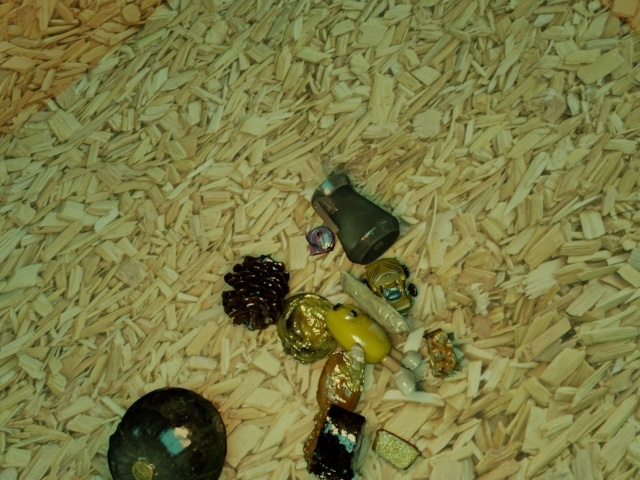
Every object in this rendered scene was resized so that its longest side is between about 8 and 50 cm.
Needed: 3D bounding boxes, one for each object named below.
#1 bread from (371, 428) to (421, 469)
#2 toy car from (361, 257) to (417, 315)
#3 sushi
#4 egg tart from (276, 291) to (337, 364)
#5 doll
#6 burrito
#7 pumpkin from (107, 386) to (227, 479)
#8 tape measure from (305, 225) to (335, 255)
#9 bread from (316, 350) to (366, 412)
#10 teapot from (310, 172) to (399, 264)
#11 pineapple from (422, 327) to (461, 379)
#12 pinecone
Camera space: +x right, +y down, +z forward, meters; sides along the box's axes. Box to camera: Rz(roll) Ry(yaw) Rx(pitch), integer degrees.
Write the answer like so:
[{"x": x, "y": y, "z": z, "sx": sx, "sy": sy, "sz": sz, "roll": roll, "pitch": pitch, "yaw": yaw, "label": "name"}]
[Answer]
[{"x": 0.285, "y": 0.795, "z": 1.758, "sx": 0.187, "sy": 0.065, "sz": 0.103, "roll": 30, "pitch": 77, "yaw": 12, "label": "bread"}, {"x": 0.278, "y": 0.185, "z": 1.862, "sx": 0.200, "sy": 0.142, "sz": 0.248, "roll": -23, "pitch": 75, "yaw": 1, "label": "toy car"}, {"x": 0.043, "y": 0.741, "z": 1.657, "sx": 0.207, "sy": 0.349, "sz": 0.234, "roll": 18, "pitch": 39, "yaw": 8, "label": "sushi"}, {"x": -0.053, "y": 0.353, "z": 1.882, "sx": 0.296, "sy": 0.132, "sz": 0.298, "roll": -1, "pitch": 79, "yaw": 3, "label": "egg tart"}, {"x": 0.193, "y": 0.404, "z": 1.746, "sx": 0.422, "sy": 0.348, "sz": 0.161, "roll": 26, "pitch": 108, "yaw": -21, "label": "doll"}, {"x": 0.203, "y": 0.248, "z": 1.790, "sx": 0.076, "sy": 0.117, "sz": 0.392, "roll": -38, "pitch": 47, "yaw": -14, "label": "burrito"}, {"x": -0.560, "y": 0.775, "z": 1.733, "sx": 0.453, "sy": 0.344, "sz": 0.455, "roll": 0, "pitch": 91, "yaw": 15, "label": "pumpkin"}, {"x": 0.000, "y": 0.000, "z": 1.983, "sx": 0.125, "sy": 0.074, "sz": 0.118, "roll": -10, "pitch": 80, "yaw": 10, "label": "tape measure"}, {"x": 0.080, "y": 0.557, "z": 1.807, "sx": 0.178, "sy": 0.133, "sz": 0.250, "roll": 17, "pitch": 78, "yaw": 15, "label": "bread"}, {"x": 0.122, "y": -0.086, "z": 1.887, "sx": 0.344, "sy": 0.300, "sz": 0.253, "roll": 49, "pitch": 122, "yaw": 22, "label": "teapot"}, {"x": 0.462, "y": 0.419, "z": 1.783, "sx": 0.114, "sy": 0.186, "sz": 0.237, "roll": -17, "pitch": 118, "yaw": 0, "label": "pineapple"}, {"x": -0.272, "y": 0.217, "z": 1.874, "sx": 0.298, "sy": 0.242, "sz": 0.296, "roll": -27, "pitch": 44, "yaw": 25, "label": "pinecone"}]
